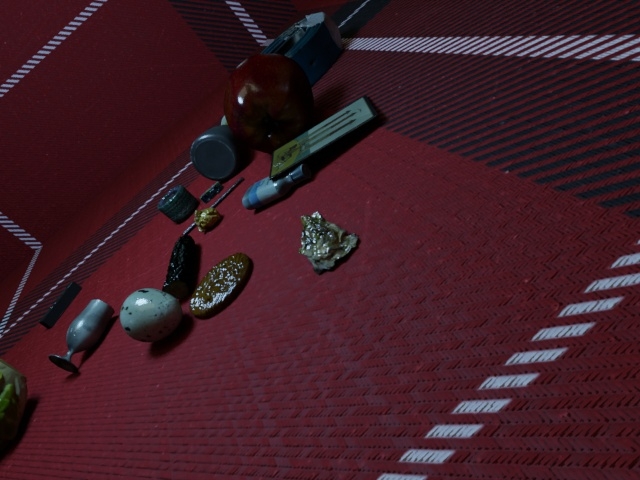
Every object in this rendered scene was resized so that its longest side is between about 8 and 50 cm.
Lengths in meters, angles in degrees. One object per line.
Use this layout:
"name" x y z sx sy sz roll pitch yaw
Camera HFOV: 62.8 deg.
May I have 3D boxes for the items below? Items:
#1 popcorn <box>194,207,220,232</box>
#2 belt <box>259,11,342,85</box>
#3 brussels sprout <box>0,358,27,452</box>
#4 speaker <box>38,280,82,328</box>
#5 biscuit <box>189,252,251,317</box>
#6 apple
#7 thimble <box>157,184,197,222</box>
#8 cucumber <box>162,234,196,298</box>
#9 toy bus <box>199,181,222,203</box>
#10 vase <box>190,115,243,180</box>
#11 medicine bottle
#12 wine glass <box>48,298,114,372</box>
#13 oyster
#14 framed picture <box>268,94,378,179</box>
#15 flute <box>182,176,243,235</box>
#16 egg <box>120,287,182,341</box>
"popcorn" -0.350 -0.074 1.577 0.084 0.084 0.084 -32 29 20
"belt" -0.104 -0.698 2.051 0.436 0.173 0.300 -51 37 -8
"brussels sprout" -0.928 0.448 1.393 0.227 0.259 0.294 -21 34 47
"speaker" -0.987 0.243 1.994 0.040 0.046 0.191 -16 38 40
"biscuit" -0.239 0.102 1.235 0.188 0.027 0.187 -31 30 20
"apple" -0.165 -0.428 1.640 0.288 0.288 0.316 -32 37 20
"thimble" -0.500 -0.127 1.836 0.118 0.090 0.135 -50 27 -16
"cucumber" -0.381 0.055 1.439 0.072 0.072 0.300 -36 28 12
"toy bus" -0.372 -0.164 1.788 0.083 0.031 0.037 -40 20 5
"vase" -0.340 -0.360 1.894 0.173 0.173 0.321 -29 25 24
"medicine bottle" -0.118 -0.146 1.402 0.209 0.053 0.090 -22 30 33
"wine glass" -0.677 0.268 1.503 0.093 0.093 0.202 -17 37 40
"oyster" 0.000 0.003 1.042 0.108 0.053 0.166 -54 35 -1
"framed picture" 0.000 -0.285 1.435 0.324 0.013 0.244 -30 25 12
"flute" -0.346 -0.110 1.694 0.269 0.014 0.014 -45 27 -5
"egg" -0.390 0.171 1.228 0.164 0.131 0.131 -12 39 28
